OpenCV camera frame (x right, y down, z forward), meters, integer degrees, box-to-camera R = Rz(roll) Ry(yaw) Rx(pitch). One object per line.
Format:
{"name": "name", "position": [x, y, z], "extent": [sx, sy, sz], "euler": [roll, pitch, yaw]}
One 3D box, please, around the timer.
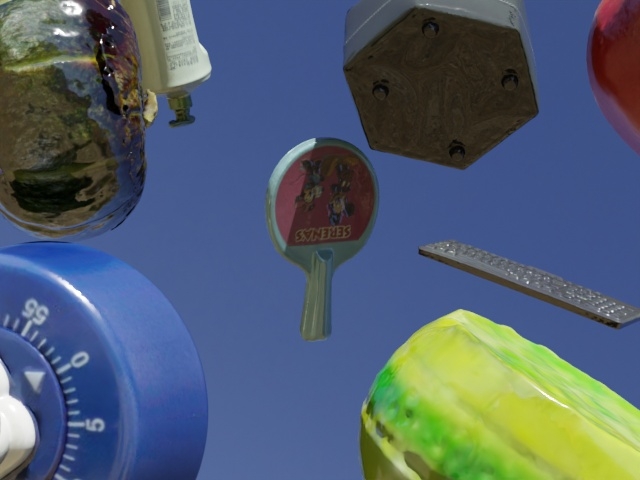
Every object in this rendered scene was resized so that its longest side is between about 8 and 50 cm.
{"name": "timer", "position": [-0.254, 0.125, 0.879], "extent": [0.270, 0.383, 0.270], "euler": [-1, -93, 13]}

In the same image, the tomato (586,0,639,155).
{"name": "tomato", "position": [0.442, -0.201, 1.371], "extent": [0.290, 0.325, 0.293], "euler": [57, -3, 5]}

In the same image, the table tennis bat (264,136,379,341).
{"name": "table tennis bat", "position": [0.000, 0.000, 1.557], "extent": [0.040, 0.153, 0.244], "euler": [21, -70, 57]}

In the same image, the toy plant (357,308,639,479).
{"name": "toy plant", "position": [0.053, 0.209, 0.673], "extent": [0.224, 0.316, 0.184], "euler": [40, 10, 39]}

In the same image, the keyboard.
{"name": "keyboard", "position": [0.142, 0.027, 0.894], "extent": [0.155, 0.053, 0.010], "euler": [21, -74, 29]}

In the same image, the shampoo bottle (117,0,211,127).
{"name": "shampoo bottle", "position": [-0.196, -0.258, 1.670], "extent": [0.087, 0.118, 0.234], "euler": [-2, -71, 27]}

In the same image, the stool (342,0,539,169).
{"name": "stool", "position": [0.137, -0.201, 1.513], "extent": [0.232, 0.141, 0.232], "euler": [2, -49, 3]}

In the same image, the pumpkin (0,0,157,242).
{"name": "pumpkin", "position": [-0.220, -0.116, 1.128], "extent": [0.238, 0.159, 0.238], "euler": [167, -90, -72]}
